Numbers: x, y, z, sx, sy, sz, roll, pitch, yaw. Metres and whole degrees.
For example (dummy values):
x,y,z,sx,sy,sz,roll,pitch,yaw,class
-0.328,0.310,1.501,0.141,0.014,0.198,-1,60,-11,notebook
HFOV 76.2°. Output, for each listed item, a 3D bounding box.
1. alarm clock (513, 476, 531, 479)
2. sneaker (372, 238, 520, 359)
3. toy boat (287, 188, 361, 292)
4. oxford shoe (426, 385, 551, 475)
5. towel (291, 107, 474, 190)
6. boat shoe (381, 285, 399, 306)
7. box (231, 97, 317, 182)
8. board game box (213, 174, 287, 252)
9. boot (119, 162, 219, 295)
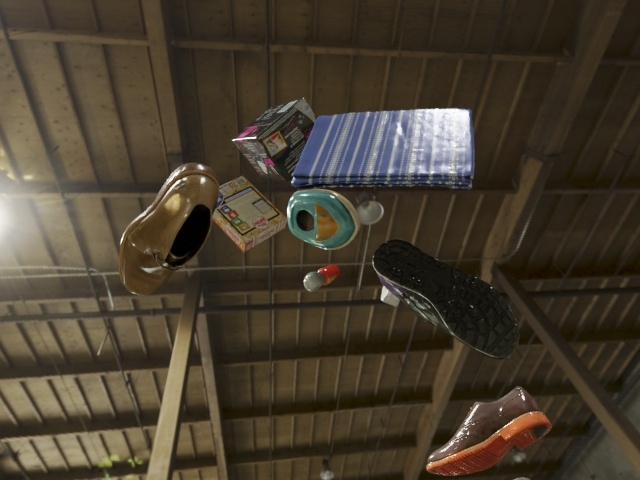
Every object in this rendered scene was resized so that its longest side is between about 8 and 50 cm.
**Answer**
x,y,z,sx,sy,sz,roll,pitch,yaw,class
0.109,0.261,0.293,0.129,0.064,0.192,43,-108,-10,alarm clock
0.224,0.110,0.745,0.107,0.283,0.124,-43,-31,-13,sneaker
0.000,0.000,1.277,0.267,0.148,0.319,9,-69,36,toy boat
0.334,0.406,0.855,0.271,0.098,0.097,-37,-55,16,oxford shoe
0.125,-0.183,0.806,0.335,0.243,0.040,2,-43,16,towel
0.258,0.169,1.419,0.063,0.184,0.066,33,-69,1,boat shoe
-0.105,-0.262,1.081,0.163,0.247,0.142,-43,-64,-11,box
-0.207,-0.077,1.094,0.146,0.193,0.045,-33,-23,-34,board game box
-0.270,0.014,0.700,0.112,0.115,0.305,19,-54,-34,boot
